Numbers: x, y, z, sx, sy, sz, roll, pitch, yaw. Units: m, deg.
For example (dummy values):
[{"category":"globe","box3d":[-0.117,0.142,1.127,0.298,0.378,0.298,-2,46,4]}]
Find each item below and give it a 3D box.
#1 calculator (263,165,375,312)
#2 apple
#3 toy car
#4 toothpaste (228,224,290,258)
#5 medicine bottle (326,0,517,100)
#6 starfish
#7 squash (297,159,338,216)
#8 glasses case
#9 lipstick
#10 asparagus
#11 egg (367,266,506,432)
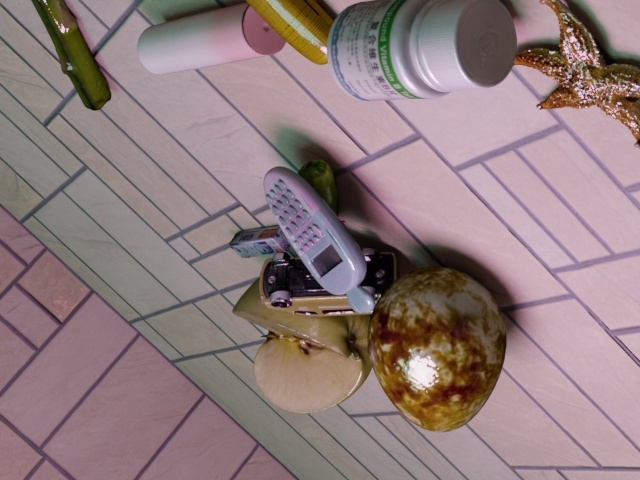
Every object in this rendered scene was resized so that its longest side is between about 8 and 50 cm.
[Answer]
[{"category":"calculator","box3d":[0.000,0.000,2.020,0.299,0.041,0.185,53,157,3]},{"category":"apple","box3d":[-0.016,0.180,2.355,0.258,0.233,0.295,2,127,34]},{"category":"toy car","box3d":[0.021,0.085,2.165,0.257,0.101,0.124,-3,152,11]},{"category":"toothpaste","box3d":[-0.123,0.003,2.430,0.047,0.040,0.196,44,156,-21]},{"category":"medicine bottle","box3d":[0.129,-0.249,1.522,0.237,0.139,0.139,8,142,50]},{"category":"starfish","box3d":[0.327,-0.201,1.448,0.227,0.043,0.240,3,135,51]},{"category":"squash","box3d":[-0.008,-0.056,2.115,0.082,0.082,0.292,31,152,18]},{"category":"glasses case","box3d":[-0.059,-0.349,1.704,0.234,0.064,0.079,45,148,-11]},{"category":"lipstick","box3d":[-0.179,-0.323,1.885,0.327,0.087,0.087,3,137,53]},{"category":"asparagus","box3d":[-0.477,-0.369,2.255,0.067,0.060,0.277,-14,134,4]},{"category":"egg","box3d":[0.198,0.188,2.019,0.238,0.238,0.289,14,106,43]}]
